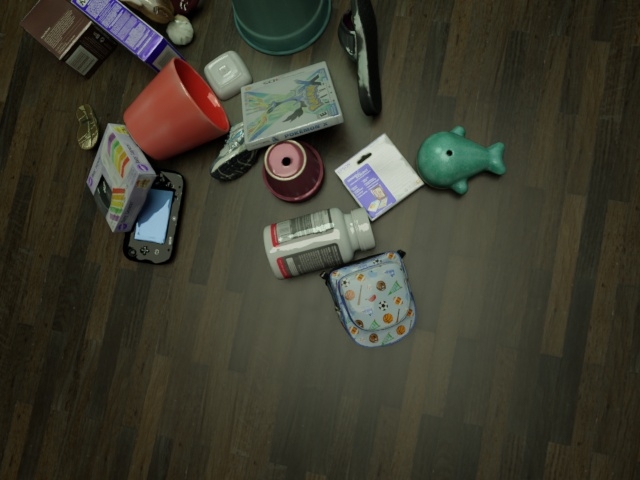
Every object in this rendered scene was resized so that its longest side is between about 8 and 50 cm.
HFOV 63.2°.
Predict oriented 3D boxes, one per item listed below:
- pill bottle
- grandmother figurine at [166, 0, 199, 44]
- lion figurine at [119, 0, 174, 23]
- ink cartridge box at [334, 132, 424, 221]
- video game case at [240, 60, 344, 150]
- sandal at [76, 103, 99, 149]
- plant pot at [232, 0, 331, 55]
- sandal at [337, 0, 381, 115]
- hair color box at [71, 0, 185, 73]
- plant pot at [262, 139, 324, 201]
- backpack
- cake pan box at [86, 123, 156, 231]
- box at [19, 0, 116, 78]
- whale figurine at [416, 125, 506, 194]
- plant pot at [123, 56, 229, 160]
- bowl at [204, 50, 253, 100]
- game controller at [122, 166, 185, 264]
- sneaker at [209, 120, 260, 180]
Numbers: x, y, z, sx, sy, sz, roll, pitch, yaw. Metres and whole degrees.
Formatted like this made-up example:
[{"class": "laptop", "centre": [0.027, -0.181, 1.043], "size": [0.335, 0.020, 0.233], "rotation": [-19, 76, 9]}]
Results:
[{"class": "pill bottle", "centre": [0.000, 0.000, 1.592], "size": [0.319, 0.176, 0.176], "rotation": [-15, 83, 5]}, {"class": "grandmother figurine", "centre": [-0.479, -0.841, 1.780], "size": [0.208, 0.104, 0.342], "rotation": [-3, 86, 35]}, {"class": "lion figurine", "centre": [-0.585, -0.797, 1.694], "size": [0.142, 0.240, 0.392], "rotation": [-43, 74, 7]}, {"class": "ink cartridge box", "centre": [0.186, -0.200, 1.657], "size": [0.206, 0.045, 0.208], "rotation": [-36, 83, 2]}, {"class": "video game case", "centre": [-0.100, -0.429, 1.628], "size": [0.300, 0.036, 0.328], "rotation": [-16, 47, 5]}, {"class": "sandal", "centre": [-0.799, -0.388, 1.795], "size": [0.072, 0.049, 0.180], "rotation": [-18, 68, -1]}, {"class": "plant pot", "centre": [-0.152, -0.810, 1.615], "size": [0.341, 0.334, 0.340], "rotation": [-1, 84, 7]}, {"class": "sandal", "centre": [0.114, -0.617, 1.658], "size": [0.107, 0.168, 0.445], "rotation": [-6, 83, 24]}, {"class": "hair color box", "centre": [-0.635, -0.694, 1.733], "size": [0.339, 0.185, 0.110], "rotation": [41, 92, 9]}, {"class": "plant pot", "centre": [-0.094, -0.230, 1.626], "size": [0.202, 0.180, 0.201], "rotation": [-1, 83, 6]}, {"class": "backpack", "centre": [0.164, 0.182, 1.549], "size": [0.277, 0.213, 0.263], "rotation": [-18, 93, 2]}, {"class": "cake pan box", "centre": [-0.642, -0.194, 1.658], "size": [0.267, 0.070, 0.245], "rotation": [-52, 59, 32]}, {"class": "box", "centre": [-0.852, -0.698, 1.767], "size": [0.203, 0.168, 0.167], "rotation": [41, 91, 8]}, {"class": "whale figurine", "centre": [0.433, -0.251, 1.586], "size": [0.272, 0.141, 0.216], "rotation": [0, 84, 5]}, {"class": "plant pot", "centre": [-0.469, -0.399, 1.661], "size": [0.243, 0.275, 0.274], "rotation": [-31, 81, 14]}, {"class": "bowl", "centre": [-0.317, -0.562, 1.751], "size": [0.142, 0.053, 0.142], "rotation": [-32, 81, 4]}, {"class": "game controller", "centre": [-0.548, -0.081, 1.721], "size": [0.167, 0.067, 0.319], "rotation": [8, 86, 7]}, {"class": "sneaker", "centre": [-0.261, -0.316, 1.708], "size": [0.283, 0.110, 0.122], "rotation": [-43, 63, -2]}]
